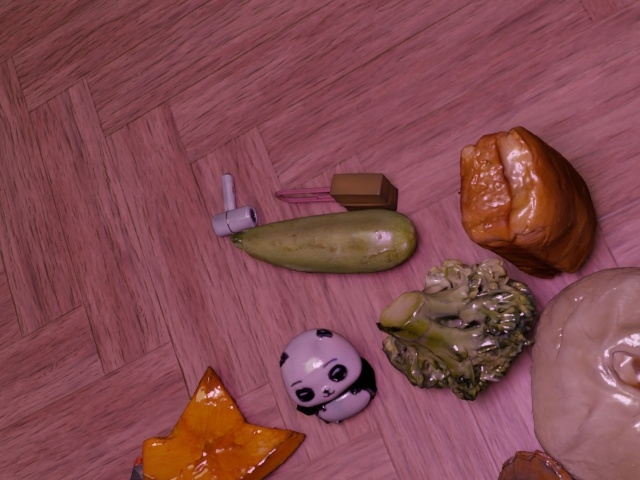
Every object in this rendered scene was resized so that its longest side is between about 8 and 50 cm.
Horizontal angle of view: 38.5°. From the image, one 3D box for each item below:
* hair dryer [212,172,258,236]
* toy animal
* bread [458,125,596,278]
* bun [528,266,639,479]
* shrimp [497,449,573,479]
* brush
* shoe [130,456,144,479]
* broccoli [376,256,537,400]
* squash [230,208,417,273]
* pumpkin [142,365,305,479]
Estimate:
[{"bbox_3d":[-0.175,-0.079,1.838,0.082,0.047,0.137,-17,64,17],"label":"hair dryer"},{"bbox_3d":[0.000,0.241,1.615,0.166,0.179,0.138,-33,52,4],"label":"toy animal"},{"bbox_3d":[0.343,-0.056,1.452,0.148,0.344,0.195,-7,75,30],"label":"bread"},{"bbox_3d":[0.481,0.211,1.404,0.364,0.202,0.364,-5,76,19],"label":"bun"},{"bbox_3d":[0.349,0.450,1.445,0.173,0.058,0.253,2,104,47],"label":"shrimp"},{"bbox_3d":[0.022,-0.089,1.725,0.233,0.103,0.047,1,74,24],"label":"brush"},{"bbox_3d":[-0.280,0.440,1.733,0.194,0.074,0.077,-11,68,22],"label":"shoe"},{"bbox_3d":[0.199,0.129,1.507,0.288,0.245,0.248,-46,39,18],"label":"broccoli"},{"bbox_3d":[0.002,0.007,1.702,0.370,0.118,0.118,-4,75,23],"label":"squash"},{"bbox_3d":[-0.201,0.396,1.652,0.258,0.095,0.290,27,57,28],"label":"pumpkin"}]
